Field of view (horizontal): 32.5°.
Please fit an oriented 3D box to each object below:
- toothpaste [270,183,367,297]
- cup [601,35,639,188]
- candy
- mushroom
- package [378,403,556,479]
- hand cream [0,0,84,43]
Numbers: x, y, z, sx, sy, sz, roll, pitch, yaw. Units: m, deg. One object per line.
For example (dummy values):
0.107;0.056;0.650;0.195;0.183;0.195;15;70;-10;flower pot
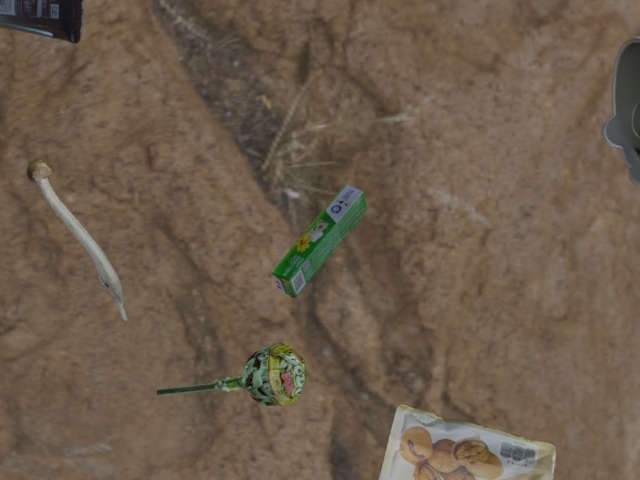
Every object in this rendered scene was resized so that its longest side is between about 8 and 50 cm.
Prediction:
0.000;0.000;1.525;0.178;0.037;0.043;-51;145;-24;toothpaste
0.565;-0.182;1.514;0.257;0.290;0.219;-15;125;-11;cup
-0.146;0.212;1.667;0.083;0.305;0.091;-6;86;-51;candy
-0.336;0.012;1.589;0.043;0.068;0.306;-26;121;0;mushroom
0.259;0.464;2.015;0.221;0.311;0.165;-72;171;-47;package
-0.289;-0.253;1.045;0.061;0.270;0.120;0;100;-38;hand cream
